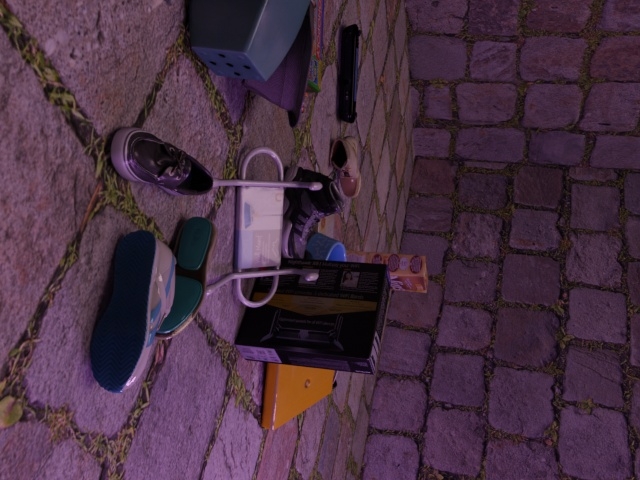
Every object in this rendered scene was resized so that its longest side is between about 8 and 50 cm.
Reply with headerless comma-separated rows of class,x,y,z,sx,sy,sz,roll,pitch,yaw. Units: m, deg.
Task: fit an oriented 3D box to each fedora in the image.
fedora,-0.088,-0.361,1.243,0.275,0.125,0.243,-88,-171,-47

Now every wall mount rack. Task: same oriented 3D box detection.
wall mount rack,-0.134,-0.019,1.275,0.304,0.131,0.349,-3,99,-42

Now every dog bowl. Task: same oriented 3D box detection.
dog bowl,-0.008,0.119,1.772,0.297,0.074,0.166,-66,150,-27

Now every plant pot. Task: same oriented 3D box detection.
plant pot,-0.127,-0.409,1.083,0.166,0.166,0.234,38,66,-70

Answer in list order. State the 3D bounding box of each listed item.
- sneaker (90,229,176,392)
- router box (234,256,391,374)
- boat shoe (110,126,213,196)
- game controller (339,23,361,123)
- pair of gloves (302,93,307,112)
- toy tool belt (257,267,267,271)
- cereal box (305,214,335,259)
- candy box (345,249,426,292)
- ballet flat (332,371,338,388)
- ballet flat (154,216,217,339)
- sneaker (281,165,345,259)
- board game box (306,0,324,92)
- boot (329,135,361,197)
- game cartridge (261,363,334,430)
sneaker,-0.257,0.106,0.896,0.092,0.088,0.228,52,46,-64
router box,-0.011,0.163,1.417,0.081,0.309,0.242,71,29,-51
boat shoe,-0.229,-0.111,0.949,0.228,0.076,0.080,44,52,-72
game controller,0.106,-0.555,2.092,0.166,0.067,0.318,-37,131,-70
pair of gloves,-0.049,-0.387,1.669,0.074,0.010,0.083,51,45,-69
toy tool belt,-0.135,0.025,1.406,0.052,0.051,0.083,10,90,-42
cereal box,0.000,0.000,1.913,0.173,0.048,0.240,-39,133,-68
candy box,0.238,0.116,2.331,0.183,0.317,0.087,63,35,-63
ballet flat,0.012,0.379,1.994,0.095,0.096,0.280,-69,158,-45
ballet flat,-0.226,0.071,1.037,0.086,0.086,0.248,78,21,-48
sneaker,-0.020,-0.056,1.611,0.101,0.153,0.268,-31,125,-72
board game box,-0.040,-0.548,1.558,0.213,0.046,0.317,-10,103,-74
boot,0.082,-0.241,2.090,0.165,0.077,0.213,-37,125,-71
game cartridge,-0.046,0.302,1.653,0.285,0.053,0.323,-15,114,-56
